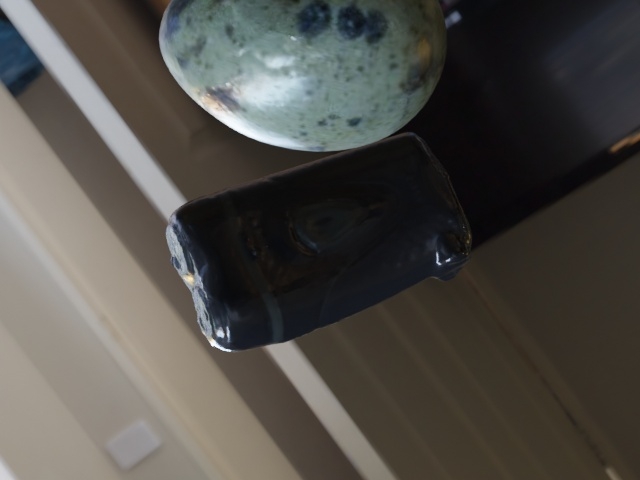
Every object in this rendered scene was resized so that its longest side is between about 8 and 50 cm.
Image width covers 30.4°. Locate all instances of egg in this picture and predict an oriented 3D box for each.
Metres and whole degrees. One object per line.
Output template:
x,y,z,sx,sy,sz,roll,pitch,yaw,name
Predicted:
-0.011,-0.128,0.746,0.182,0.141,0.141,2,-173,0,egg

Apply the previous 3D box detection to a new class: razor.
-0.001,0.001,1.416,0.349,0.204,0.113,-18,158,-10,razor
